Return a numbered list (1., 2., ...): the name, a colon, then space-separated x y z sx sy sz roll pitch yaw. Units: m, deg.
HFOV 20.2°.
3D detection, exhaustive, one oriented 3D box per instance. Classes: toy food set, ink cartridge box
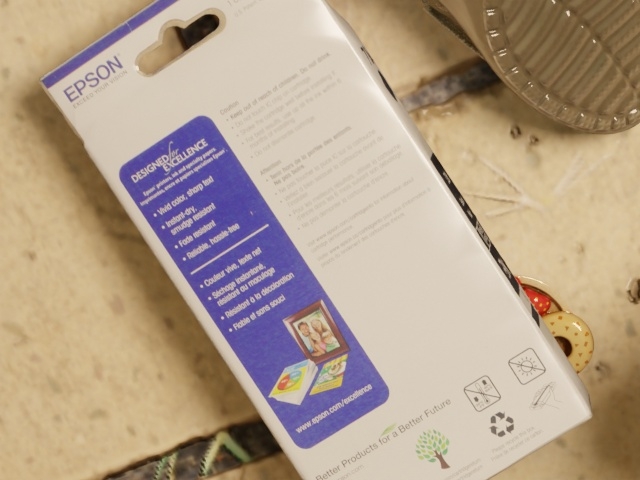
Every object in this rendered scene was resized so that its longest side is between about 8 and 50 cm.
1. toy food set: 0.114 0.061 1.072 0.082 0.020 0.083 -42 99 12
2. ink cartridge box: 0.000 0.000 1.029 0.165 0.065 0.332 -31 96 10

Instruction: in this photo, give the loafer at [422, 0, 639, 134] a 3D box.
1. loafer: 0.093 -0.162 0.984 0.268 0.092 0.102 38 105 -24
